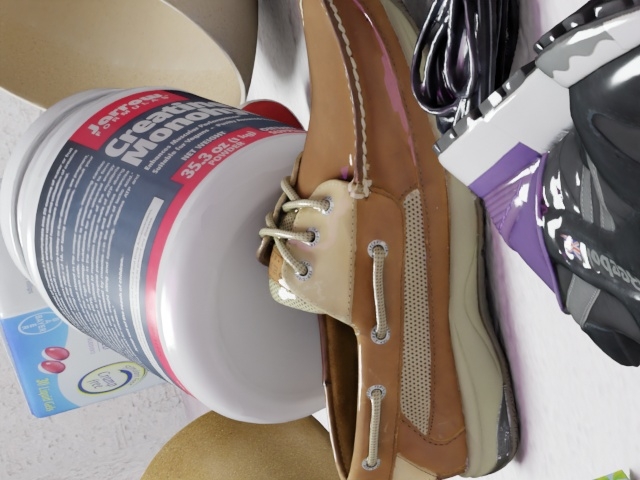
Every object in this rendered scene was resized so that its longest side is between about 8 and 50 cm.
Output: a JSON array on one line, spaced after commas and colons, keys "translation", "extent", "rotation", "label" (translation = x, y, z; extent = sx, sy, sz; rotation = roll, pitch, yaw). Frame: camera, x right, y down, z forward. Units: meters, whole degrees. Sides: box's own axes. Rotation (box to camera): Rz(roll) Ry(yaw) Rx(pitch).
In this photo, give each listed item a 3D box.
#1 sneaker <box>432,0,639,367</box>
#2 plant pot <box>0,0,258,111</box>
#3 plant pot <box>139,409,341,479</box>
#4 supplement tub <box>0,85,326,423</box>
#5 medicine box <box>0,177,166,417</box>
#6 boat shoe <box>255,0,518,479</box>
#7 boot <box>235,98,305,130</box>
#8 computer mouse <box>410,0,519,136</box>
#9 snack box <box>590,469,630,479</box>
[{"translation": [0.128, -0.023, 0.481], "extent": [0.124, 0.107, 0.283], "rotation": [58, 172, 3], "label": "sneaker"}, {"translation": [-0.171, -0.235, 1.282], "extent": [0.284, 0.284, 0.191], "rotation": [100, -174, -68], "label": "plant pot"}, {"translation": [-0.019, 0.299, 1.400], "extent": [0.254, 0.237, 0.237], "rotation": [31, 138, 55], "label": "plant pot"}, {"translation": [-0.087, -0.001, 1.076], "extent": [0.272, 0.191, 0.191], "rotation": [22, 131, 49], "label": "supplement tub"}, {"translation": [-0.183, 0.033, 1.575], "extent": [0.263, 0.289, 0.149], "rotation": [94, 159, -62], "label": "medicine box"}, {"translation": [0.027, 0.006, 0.911], "extent": [0.122, 0.120, 0.324], "rotation": [-140, 35, -71], "label": "boat shoe"}, {"translation": [0.000, 0.000, 1.179], "extent": [0.176, 0.088, 0.244], "rotation": [162, 92, -71], "label": "boot"}, {"translation": [0.027, -0.191, 0.777], "extent": [0.272, 0.072, 0.188], "rotation": [49, 155, 37], "label": "computer mouse"}, {"translation": [0.156, 0.198, 0.766], "extent": [0.100, 0.037, 0.141], "rotation": [-121, 18, -51], "label": "snack box"}]
